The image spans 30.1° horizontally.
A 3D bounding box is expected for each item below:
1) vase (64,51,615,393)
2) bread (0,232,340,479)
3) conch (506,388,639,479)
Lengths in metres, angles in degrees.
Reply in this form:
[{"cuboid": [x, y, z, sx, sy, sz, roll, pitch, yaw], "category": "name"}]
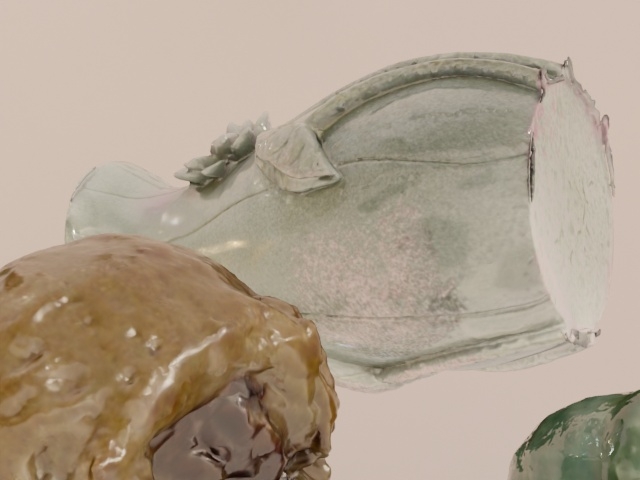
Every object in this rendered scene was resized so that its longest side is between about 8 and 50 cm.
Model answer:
[{"cuboid": [0.000, 0.000, 0.953, 0.445, 0.250, 0.250, -7, -52, 31], "category": "vase"}, {"cuboid": [-0.079, 0.107, 0.515, 0.123, 0.230, 0.230, 1, -46, 43], "category": "bread"}, {"cuboid": [0.198, 0.164, 0.620, 0.277, 0.195, 0.220, -44, -52, -8], "category": "conch"}]
